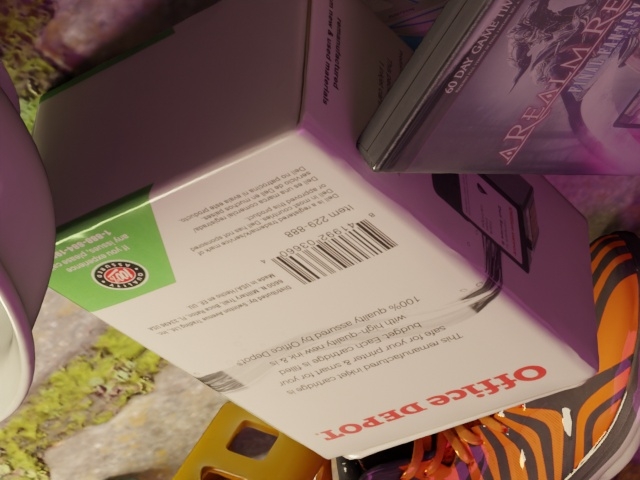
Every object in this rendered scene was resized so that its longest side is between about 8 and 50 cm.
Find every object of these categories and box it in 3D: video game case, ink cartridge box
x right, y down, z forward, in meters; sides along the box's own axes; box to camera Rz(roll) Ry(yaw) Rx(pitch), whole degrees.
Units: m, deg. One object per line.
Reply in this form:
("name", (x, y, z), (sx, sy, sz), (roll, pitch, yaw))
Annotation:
("video game case", (0.167, -0.109, 0.763), (0.274, 0.026, 0.196), (-3, 138, -42))
("ink cartridge box", (0.000, 0.000, 0.880), (0.211, 0.122, 0.289), (-22, 139, 31))

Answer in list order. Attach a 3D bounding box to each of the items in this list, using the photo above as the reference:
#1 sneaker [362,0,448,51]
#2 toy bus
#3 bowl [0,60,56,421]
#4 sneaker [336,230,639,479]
("sneaker", (0.076, -0.141, 0.866), (0.190, 0.071, 0.083), (1, 123, -21))
("toy bus", (-0.070, 0.202, 1.022), (0.191, 0.202, 0.104), (-16, 132, -14))
("bowl", (-0.242, -0.046, 0.745), (0.297, 0.134, 0.298), (19, 146, 14))
("sneaker", (0.113, 0.126, 1.072), (0.180, 0.125, 0.321), (13, 115, -18))
